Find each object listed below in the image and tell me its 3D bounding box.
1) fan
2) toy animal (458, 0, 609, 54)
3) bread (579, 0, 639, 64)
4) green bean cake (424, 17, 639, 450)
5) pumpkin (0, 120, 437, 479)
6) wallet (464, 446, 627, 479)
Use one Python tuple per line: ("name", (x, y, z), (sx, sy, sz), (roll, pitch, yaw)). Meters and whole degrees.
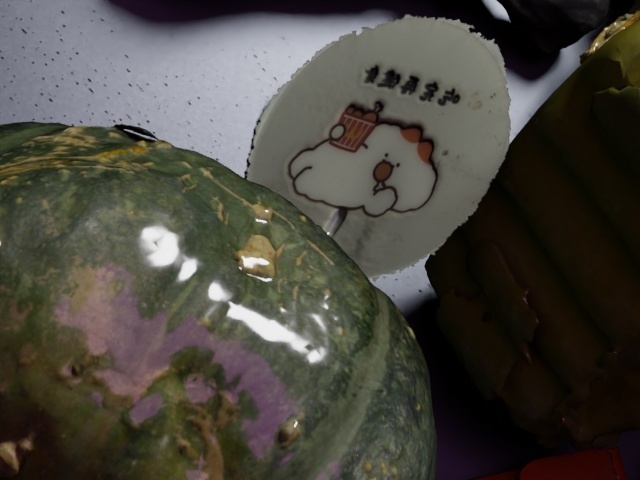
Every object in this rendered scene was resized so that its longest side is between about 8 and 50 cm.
("fan", (0.000, 0.000, 0.971), (0.009, 0.191, 0.329), (40, 76, -50))
("toy animal", (0.045, -0.240, 1.070), (0.343, 0.106, 0.168), (10, 69, -21))
("bread", (0.260, -0.113, 1.133), (0.136, 0.054, 0.154), (50, 51, -5))
("green bean cake", (0.257, 0.004, 0.987), (0.310, 0.285, 0.202), (-10, 58, -36))
("pumpkin", (-0.110, 0.088, 0.799), (0.328, 0.291, 0.257), (38, 49, -16))
("wallet", (0.153, 0.240, 0.983), (0.142, 0.045, 0.204), (-8, 76, -23))
